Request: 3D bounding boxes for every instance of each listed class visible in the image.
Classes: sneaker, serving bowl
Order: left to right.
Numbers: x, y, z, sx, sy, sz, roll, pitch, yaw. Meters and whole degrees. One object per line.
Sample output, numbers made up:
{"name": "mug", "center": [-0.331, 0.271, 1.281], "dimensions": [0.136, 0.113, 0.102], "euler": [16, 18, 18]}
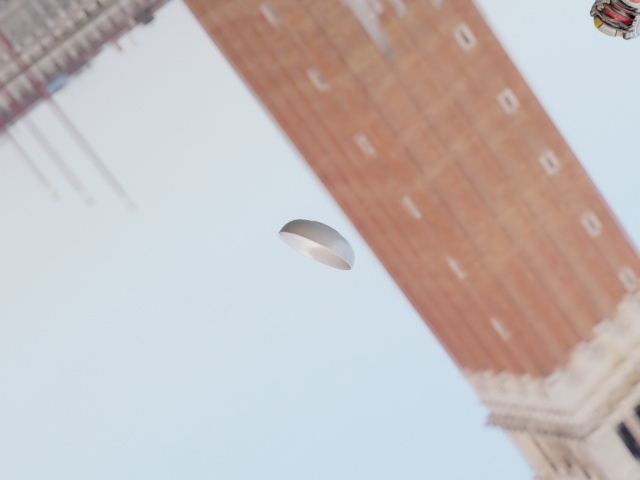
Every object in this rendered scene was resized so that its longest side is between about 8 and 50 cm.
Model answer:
{"name": "serving bowl", "center": [0.000, 0.000, 1.633], "dimensions": [0.083, 0.083, 0.027], "euler": [-1, -120, 64]}
{"name": "sneaker", "center": [0.354, -0.265, 1.818], "dimensions": [0.092, 0.088, 0.225], "euler": [-52, 173, 10]}
